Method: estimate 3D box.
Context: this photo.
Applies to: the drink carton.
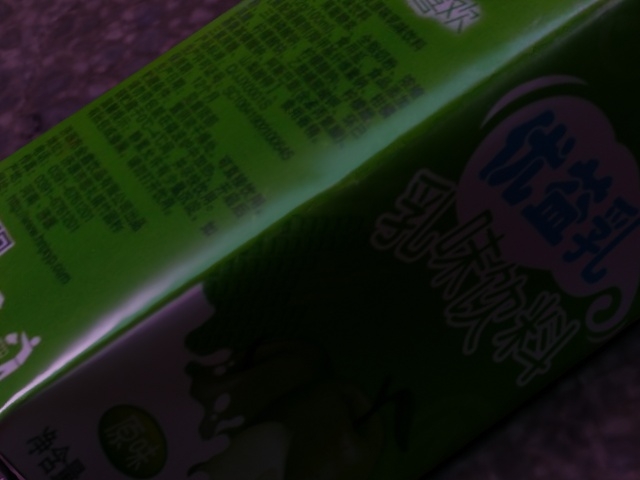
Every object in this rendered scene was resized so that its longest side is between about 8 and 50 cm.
[{"bbox_3d":[0.000,0.000,0.579,0.271,0.161,0.108,-35,48,-8],"label":"drink carton"}]
